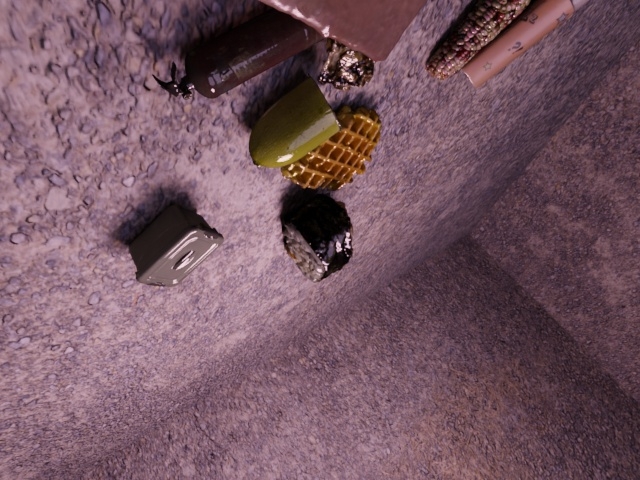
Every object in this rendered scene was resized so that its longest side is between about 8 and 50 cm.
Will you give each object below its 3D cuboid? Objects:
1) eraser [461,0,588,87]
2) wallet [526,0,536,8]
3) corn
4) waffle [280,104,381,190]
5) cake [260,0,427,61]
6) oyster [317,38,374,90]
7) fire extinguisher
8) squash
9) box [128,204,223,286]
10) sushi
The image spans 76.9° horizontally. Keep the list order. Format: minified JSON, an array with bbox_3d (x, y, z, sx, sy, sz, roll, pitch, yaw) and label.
[{"bbox_3d":[0.487,-0.506,0.987,0.290,0.087,0.171,-35,-171,29],"label":"eraser"},{"bbox_3d":[0.594,-0.649,1.028,0.221,0.071,0.262,-14,154,-49],"label":"wallet"},{"bbox_3d":[0.369,-0.490,0.937,0.280,0.092,0.092,-46,158,20],"label":"corn"},{"bbox_3d":[0.039,-0.208,1.000,0.309,0.065,0.283,-30,156,-20],"label":"waffle"},{"bbox_3d":[-0.003,-0.362,0.402,0.308,0.237,0.230,-9,140,-49],"label":"cake"},{"bbox_3d":[0.077,-0.355,0.688,0.223,0.083,0.214,-57,176,-21],"label":"oyster"},{"bbox_3d":[-0.115,-0.278,0.590,0.267,0.072,0.089,-34,179,-13],"label":"fire extinguisher"},{"bbox_3d":[-0.059,-0.210,0.773,0.186,0.123,0.123,-37,159,4],"label":"squash"},{"bbox_3d":[-0.304,0.008,0.834,0.172,0.093,0.124,-41,159,6],"label":"box"},{"bbox_3d":[0.000,0.000,1.169,0.170,0.211,0.350,-39,165,-14],"label":"sushi"}]
